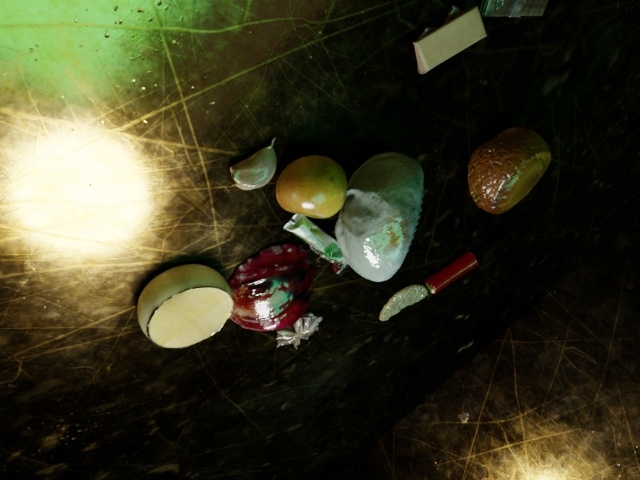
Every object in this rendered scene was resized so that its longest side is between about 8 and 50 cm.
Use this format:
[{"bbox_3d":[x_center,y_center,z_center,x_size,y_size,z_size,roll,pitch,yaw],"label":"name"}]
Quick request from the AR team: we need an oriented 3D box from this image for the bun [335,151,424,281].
[{"bbox_3d":[0.155,-0.069,1.302,0.211,0.362,0.362,13,128,-3],"label":"bun"}]

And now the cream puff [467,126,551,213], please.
[{"bbox_3d":[0.614,-0.242,1.564,0.303,0.212,0.303,-30,145,-24],"label":"cream puff"}]

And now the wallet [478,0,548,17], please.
[{"bbox_3d":[0.510,-0.641,1.200,0.230,0.042,0.124,-15,134,-28],"label":"wallet"}]

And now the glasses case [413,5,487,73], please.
[{"bbox_3d":[0.306,-0.511,1.165,0.193,0.070,0.102,-32,115,-4],"label":"glasses case"}]

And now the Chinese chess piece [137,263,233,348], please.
[{"bbox_3d":[-0.371,0.183,1.292,0.257,0.104,0.257,-22,140,-19],"label":"Chinese chess piece"}]

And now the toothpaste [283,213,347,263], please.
[{"bbox_3d":[0.000,0.000,1.411,0.248,0.047,0.078,37,104,-31],"label":"toothpaste"}]

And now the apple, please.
[{"bbox_3d":[-0.018,-0.139,1.198,0.182,0.182,0.155,11,92,-45],"label":"apple"}]

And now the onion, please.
[{"bbox_3d":[-0.136,0.156,1.426,0.314,0.146,0.280,-15,133,-21],"label":"onion"}]

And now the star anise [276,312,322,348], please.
[{"bbox_3d":[-0.091,0.330,1.707,0.182,0.065,0.195,-48,146,21],"label":"star anise"}]

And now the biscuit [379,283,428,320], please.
[{"bbox_3d":[0.358,0.253,2.010,0.250,0.032,0.133,-27,140,-12],"label":"biscuit"}]

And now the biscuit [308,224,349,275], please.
[{"bbox_3d":[0.075,0.029,1.528,0.151,0.063,0.235,-34,147,9],"label":"biscuit"}]

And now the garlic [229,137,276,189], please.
[{"bbox_3d":[-0.151,-0.171,1.134,0.152,0.066,0.084,-31,140,-5],"label":"garlic"}]

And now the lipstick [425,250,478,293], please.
[{"bbox_3d":[0.567,0.139,2.023,0.241,0.080,0.080,-33,142,-7],"label":"lipstick"}]
